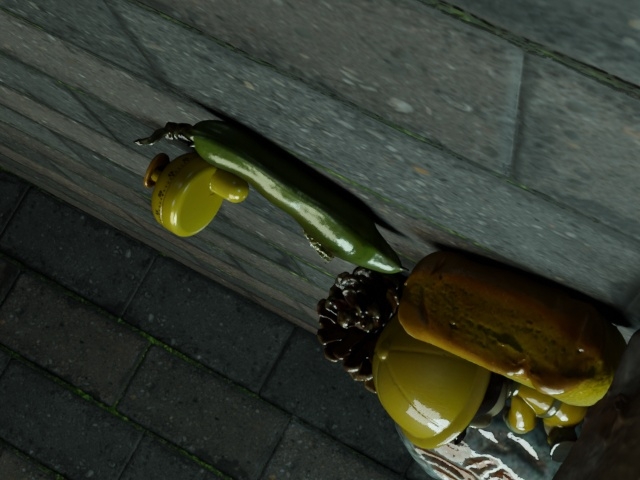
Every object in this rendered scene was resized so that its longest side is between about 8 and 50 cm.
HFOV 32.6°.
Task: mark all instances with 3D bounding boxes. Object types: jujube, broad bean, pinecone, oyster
[{"bbox_3d":[0.258,0.290,1.675,0.308,0.215,0.246,29,171,7],"label":"jujube"},{"bbox_3d":[-0.032,-0.051,1.140,0.325,0.067,0.075,34,140,-21],"label":"broad bean"},{"bbox_3d":[0.080,0.119,1.477,0.179,0.150,0.195,31,171,35],"label":"pinecone"},{"bbox_3d":[0.002,0.002,1.433,0.051,0.034,0.093,44,-176,5],"label":"oyster"}]

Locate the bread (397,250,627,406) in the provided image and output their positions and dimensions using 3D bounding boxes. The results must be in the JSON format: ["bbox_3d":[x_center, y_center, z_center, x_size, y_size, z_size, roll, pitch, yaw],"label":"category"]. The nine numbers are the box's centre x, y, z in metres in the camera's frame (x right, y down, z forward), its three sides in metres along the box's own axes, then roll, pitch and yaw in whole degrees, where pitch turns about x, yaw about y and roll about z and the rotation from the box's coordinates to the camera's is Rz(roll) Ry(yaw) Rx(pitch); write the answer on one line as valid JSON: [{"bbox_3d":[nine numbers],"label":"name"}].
[{"bbox_3d":[0.183,0.085,1.088,0.245,0.102,0.094,23,172,43],"label":"bread"}]

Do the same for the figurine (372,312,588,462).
[{"bbox_3d":[0.189,0.154,1.289,0.257,0.192,0.167,6,143,1],"label":"figurine"}]

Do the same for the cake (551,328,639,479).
[{"bbox_3d":[0.380,0.236,0.919,0.309,0.230,0.237,29,174,-10],"label":"cake"}]

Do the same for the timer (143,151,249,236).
[{"bbox_3d":[-0.153,-0.054,1.356,0.109,0.107,0.107,29,173,23],"label":"timer"}]
